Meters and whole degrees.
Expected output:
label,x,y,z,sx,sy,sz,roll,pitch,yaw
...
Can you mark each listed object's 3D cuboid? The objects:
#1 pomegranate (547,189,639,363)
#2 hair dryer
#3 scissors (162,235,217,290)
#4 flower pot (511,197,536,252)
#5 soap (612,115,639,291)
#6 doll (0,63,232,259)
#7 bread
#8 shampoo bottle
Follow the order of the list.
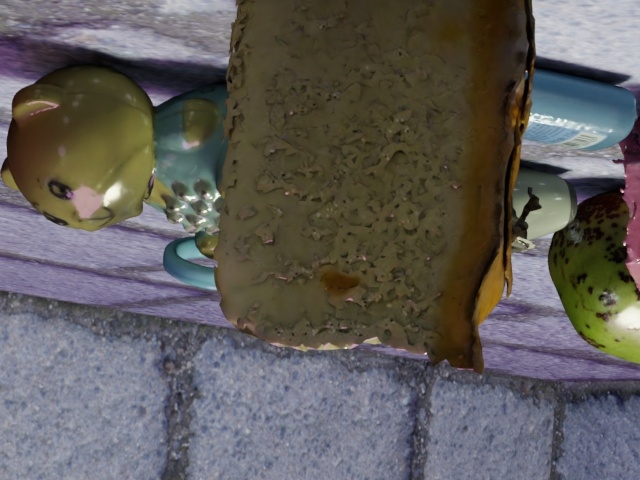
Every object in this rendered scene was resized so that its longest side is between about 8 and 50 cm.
label,x,y,z,sx,sy,sz,roll,pitch,yaw
pomegranate,0.383,0.018,2.157,0.214,0.214,0.248,10,134,-31
hair dryer,0.134,-0.036,2.152,0.229,0.092,0.267,-3,180,-34
scissors,0.000,0.000,2.033,0.193,0.029,0.447,16,-161,22
flower pot,0.103,-0.061,1.885,0.236,0.140,0.235,6,172,1
soap,0.340,-0.040,1.817,0.099,0.162,0.250,2,171,15
doll,-0.177,-0.085,1.819,0.261,0.161,0.177,5,152,-12
bread,0.048,-0.050,1.439,0.249,0.315,0.279,6,171,6
shampoo bottle,0.151,-0.130,1.672,0.258,0.061,0.104,9,171,-26
